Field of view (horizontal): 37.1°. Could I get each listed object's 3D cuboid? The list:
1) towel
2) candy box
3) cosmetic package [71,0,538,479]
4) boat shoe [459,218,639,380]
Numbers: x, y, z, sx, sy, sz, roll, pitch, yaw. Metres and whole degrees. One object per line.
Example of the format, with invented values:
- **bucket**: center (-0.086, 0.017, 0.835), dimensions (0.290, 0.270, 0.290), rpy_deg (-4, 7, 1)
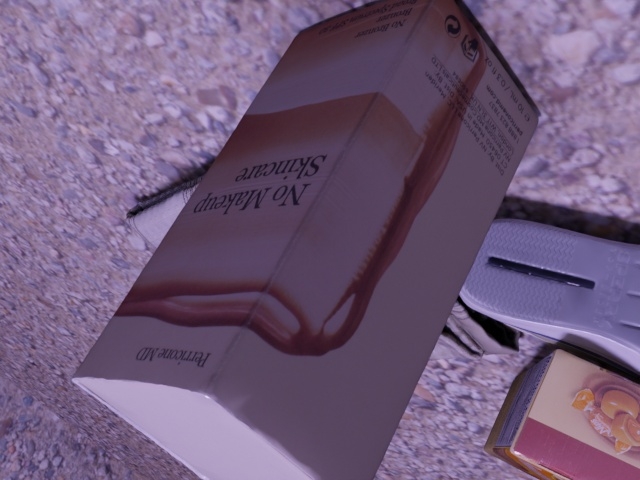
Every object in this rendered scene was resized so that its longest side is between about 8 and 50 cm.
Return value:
- **towel**: center (-0.012, 0.040, 0.937), dimensions (0.312, 0.056, 0.324), rpy_deg (41, 150, -21)
- **candy box**: center (0.244, 0.180, 0.796), dimensions (0.183, 0.088, 0.316), rpy_deg (24, 171, 10)
- **cosmetic package**: center (0.000, 0.000, 0.595), dimensions (0.153, 0.296, 0.129), rpy_deg (-6, 138, 47)
- **boat shoe**: center (0.246, 0.054, 0.694), dimensions (0.302, 0.109, 0.094), rpy_deg (20, 176, 24)
